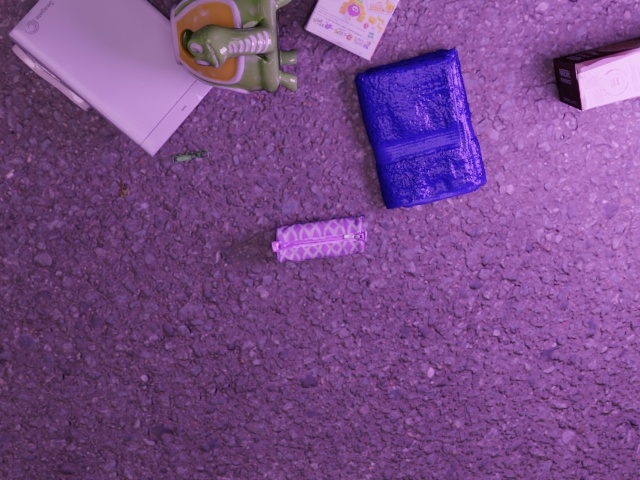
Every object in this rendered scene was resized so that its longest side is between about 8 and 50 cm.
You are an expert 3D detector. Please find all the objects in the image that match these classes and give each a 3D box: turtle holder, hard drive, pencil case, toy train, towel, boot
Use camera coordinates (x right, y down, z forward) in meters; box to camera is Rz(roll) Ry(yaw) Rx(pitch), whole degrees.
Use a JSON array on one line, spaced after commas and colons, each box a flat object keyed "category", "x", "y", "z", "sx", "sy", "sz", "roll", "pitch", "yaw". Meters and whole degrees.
[{"category": "turtle holder", "x": -0.160, "y": -0.373, "z": 1.609, "sx": 0.227, "sy": 0.320, "sz": 0.243, "roll": -2, "pitch": 140, "yaw": 0}, {"category": "hard drive", "x": -0.396, "y": -0.368, "z": 1.702, "sx": 0.353, "sy": 0.047, "sz": 0.233, "roll": 41, "pitch": 81, "yaw": -12}, {"category": "pencil case", "x": 0.000, "y": 0.000, "z": 1.841, "sx": 0.206, "sy": 0.088, "sz": 0.086, "roll": -8, "pitch": 104, "yaw": 0}, {"category": "toy train", "x": -0.273, "y": -0.176, "z": 1.807, "sx": 0.083, "sy": 0.024, "sz": 0.017, "roll": -10, "pitch": 106, "yaw": -1}, {"category": "towel", "x": 0.213, "y": -0.227, "z": 1.797, "sx": 0.228, "sy": 0.076, "sz": 0.308, "roll": -16, "pitch": 106, "yaw": 0}, {"category": "boot", "x": -0.517, "y": -0.352, "z": 1.727, "sx": 0.190, "sy": 0.069, "sz": 0.086, "roll": 39, "pitch": 93, "yaw": -21}]

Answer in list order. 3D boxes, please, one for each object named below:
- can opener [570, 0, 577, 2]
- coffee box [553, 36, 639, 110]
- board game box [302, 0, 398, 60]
[{"category": "can opener", "x": 0.549, "y": -0.572, "z": 1.740, "sx": 0.059, "sy": 0.073, "sz": 0.186, "roll": 2, "pitch": 114, "yaw": -45}, {"category": "coffee box", "x": 0.622, "y": -0.349, "z": 1.755, "sx": 0.246, "sy": 0.141, "sz": 0.098, "roll": -14, "pitch": 106, "yaw": 0}, {"category": "board game box", "x": 0.087, "y": -0.510, "z": 1.675, "sx": 0.144, "sy": 0.142, "sz": 0.275, "roll": 25, "pitch": 103, "yaw": -10}]
